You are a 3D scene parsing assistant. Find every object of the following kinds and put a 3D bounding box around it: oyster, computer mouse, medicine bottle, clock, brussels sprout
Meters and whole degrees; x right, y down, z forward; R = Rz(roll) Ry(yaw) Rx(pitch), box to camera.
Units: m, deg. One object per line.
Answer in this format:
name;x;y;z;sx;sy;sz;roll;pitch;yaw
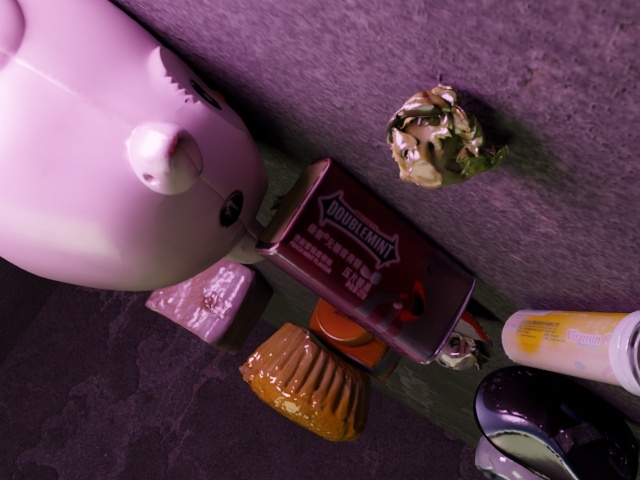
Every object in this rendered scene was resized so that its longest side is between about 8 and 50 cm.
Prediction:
oyster;0.202;0.167;1.063;0.109;0.053;0.165;-3;144;23
computer mouse;0.323;0.251;0.923;0.233;0.137;0.096;31;148;15
medicine bottle;0.247;0.096;0.633;0.074;0.073;0.218;34;170;-7
clock;-0.248;-0.088;0.701;0.377;0.250;0.368;28;167;22
medicine bottle;0.067;0.156;1.215;0.149;0.112;0.222;27;167;23
brussels sprout;0.078;-0.065;0.452;0.085;0.058;0.085;26;150;17

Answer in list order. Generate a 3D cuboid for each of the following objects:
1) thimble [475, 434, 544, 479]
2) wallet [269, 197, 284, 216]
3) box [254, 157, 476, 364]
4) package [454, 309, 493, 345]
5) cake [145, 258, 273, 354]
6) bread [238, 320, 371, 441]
thimble;0.375;0.353;1.084;0.250;0.171;0.205;37;165;-13
wallet;0.000;0.000;0.927;0.153;0.038;0.118;44;165;-18
box;0.051;0.025;0.722;0.224;0.120;0.069;39;167;-21
package;0.125;0.075;0.943;0.154;0.030;0.239;39;167;-20
cake;-0.288;0.156;1.837;0.237;0.230;0.309;31;168;14
bread;-0.015;0.251;1.192;0.240;0.139;0.240;33;169;7
